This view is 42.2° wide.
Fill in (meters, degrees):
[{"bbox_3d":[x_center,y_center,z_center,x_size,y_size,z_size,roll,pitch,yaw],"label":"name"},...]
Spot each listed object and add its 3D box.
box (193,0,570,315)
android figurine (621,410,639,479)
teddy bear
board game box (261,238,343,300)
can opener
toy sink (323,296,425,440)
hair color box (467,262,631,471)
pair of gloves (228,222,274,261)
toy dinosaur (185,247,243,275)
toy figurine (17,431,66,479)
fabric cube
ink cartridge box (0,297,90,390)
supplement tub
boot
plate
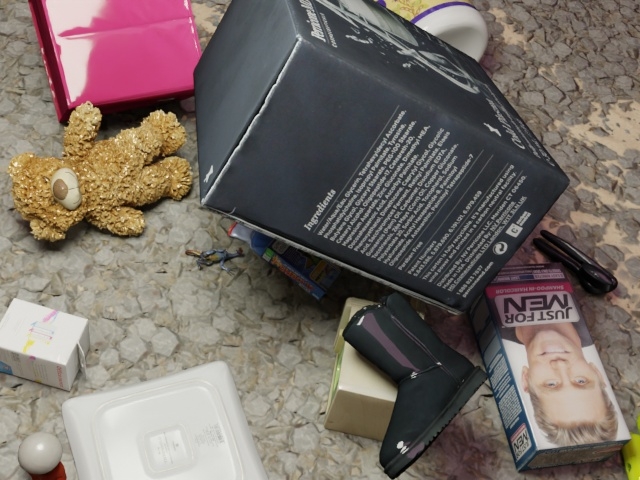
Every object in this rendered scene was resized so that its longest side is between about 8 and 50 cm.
[{"bbox_3d":[0.065,-0.193,1.352,0.472,0.297,0.480,22,28,-23],"label":"box"},{"bbox_3d":[0.634,0.371,1.406,0.248,0.056,0.273,4,54,-8],"label":"android figurine"},{"bbox_3d":[-0.369,-0.117,1.470,0.338,0.245,0.113,-3,20,-43],"label":"teddy bear"},{"bbox_3d":[0.000,0.000,1.541,0.136,0.035,0.201,38,51,3],"label":"board game box"},{"bbox_3d":[0.500,0.039,1.622,0.059,0.073,0.186,-34,58,-21],"label":"can opener"},{"bbox_3d":[0.088,0.187,1.373,0.131,0.153,0.234,13,54,-1],"label":"toy sink"},{"bbox_3d":[0.384,0.210,1.444,0.174,0.105,0.347,-3,56,-13],"label":"hair color box"},{"bbox_3d":[-0.074,-0.039,1.587,0.159,0.023,0.198,24,54,6],"label":"pair of gloves"},{"bbox_3d":[-0.186,0.022,1.511,0.082,0.047,0.090,-19,47,-44],"label":"toy dinosaur"},{"bbox_3d":[-0.458,0.370,1.136,0.209,0.148,0.213,5,54,-7],"label":"toy figurine"},{"bbox_3d":[-0.389,-0.379,1.572,0.258,0.254,0.259,-15,98,-21],"label":"fabric cube"},{"bbox_3d":[-0.435,0.169,1.322,0.143,0.092,0.090,16,52,-1],"label":"ink cartridge box"},{"bbox_3d":[0.195,-0.509,1.845,0.241,0.241,0.331,-16,59,-21],"label":"supplement tub"},{"bbox_3d":[0.105,0.202,1.210,0.207,0.094,0.246,41,51,14],"label":"boot"},{"bbox_3d":[-0.235,0.326,1.277,0.278,0.045,0.277,-12,57,-20],"label":"plate"}]
